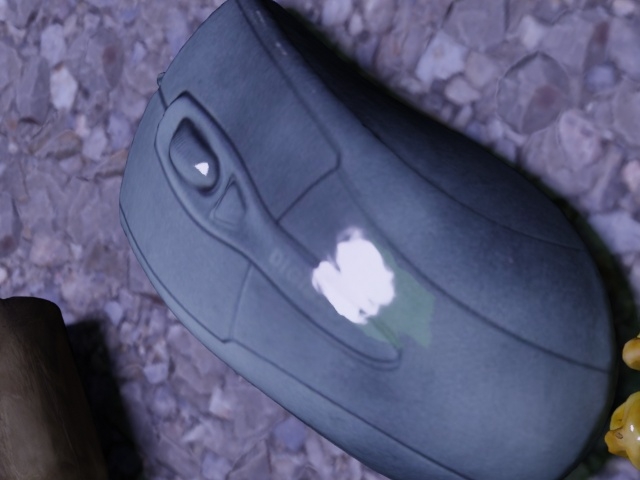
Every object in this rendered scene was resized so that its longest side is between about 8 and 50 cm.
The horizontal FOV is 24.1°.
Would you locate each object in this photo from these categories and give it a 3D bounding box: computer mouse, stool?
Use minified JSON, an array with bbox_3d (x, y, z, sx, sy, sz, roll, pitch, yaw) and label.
[{"bbox_3d":[0.000,0.000,0.846,0.371,0.122,0.188,42,109,30],"label":"computer mouse"},{"bbox_3d":[-0.213,0.185,0.936,0.179,0.179,0.264,-28,74,29],"label":"stool"}]

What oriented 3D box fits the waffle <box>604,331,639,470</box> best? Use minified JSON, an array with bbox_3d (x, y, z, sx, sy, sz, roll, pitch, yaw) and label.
[{"bbox_3d":[0.286,0.070,0.687,0.329,0.062,0.329,-1,88,34],"label":"waffle"}]
